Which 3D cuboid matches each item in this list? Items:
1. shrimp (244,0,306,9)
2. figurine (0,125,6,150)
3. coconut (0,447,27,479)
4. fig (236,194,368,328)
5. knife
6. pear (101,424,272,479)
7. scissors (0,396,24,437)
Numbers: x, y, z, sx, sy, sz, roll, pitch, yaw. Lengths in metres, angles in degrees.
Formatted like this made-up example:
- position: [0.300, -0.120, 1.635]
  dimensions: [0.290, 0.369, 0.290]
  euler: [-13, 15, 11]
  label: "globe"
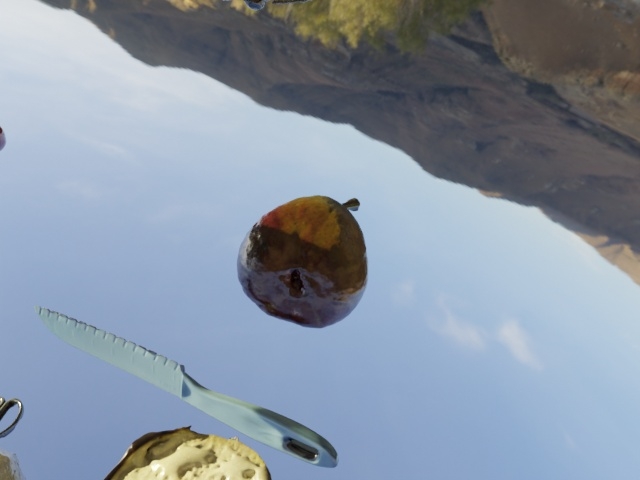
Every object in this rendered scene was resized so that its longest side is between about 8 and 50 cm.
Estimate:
- position: [-0.003, -0.519, 0.958]
  dimensions: [0.221, 0.446, 0.110]
  euler: [54, 155, -7]
  label: "shrimp"
- position: [-0.522, -0.129, 0.639]
  dimensions: [0.270, 0.211, 0.261]
  euler: [29, -128, -29]
  label: "figurine"
- position: [-0.535, 0.362, 0.729]
  dimensions: [0.266, 0.237, 0.237]
  euler: [26, -163, -5]
  label: "coconut"
- position: [0.001, -0.002, 0.786]
  dimensions: [0.170, 0.145, 0.274]
  euler: [18, -145, 11]
  label: "fig"
- position: [-0.127, 0.121, 0.492]
  dimensions: [0.313, 0.044, 0.019]
  euler: [19, -146, 15]
  label: "knife"
- position: [-0.192, 0.421, 0.815]
  dimensions: [0.267, 0.177, 0.267]
  euler: [-2, -155, 1]
  label: "pear"
- position: [-0.688, 0.428, 1.087]
  dimensions: [0.109, 0.022, 0.300]
  euler: [3, -141, 12]
  label: "scissors"
